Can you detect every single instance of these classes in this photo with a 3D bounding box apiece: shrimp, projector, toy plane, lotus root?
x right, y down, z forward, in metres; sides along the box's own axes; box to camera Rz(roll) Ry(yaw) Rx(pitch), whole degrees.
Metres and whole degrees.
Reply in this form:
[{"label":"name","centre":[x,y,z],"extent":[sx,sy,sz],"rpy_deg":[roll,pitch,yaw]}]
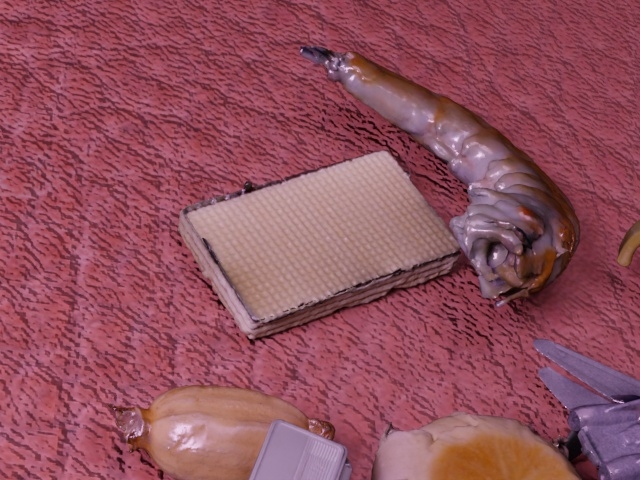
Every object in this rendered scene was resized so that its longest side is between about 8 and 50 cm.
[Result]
[{"label":"shrimp","centre":[0.120,-0.060,1.188],"extent":[0.185,0.068,0.287],"rpy_deg":[10,39,-49]},{"label":"projector","centre":[-0.035,0.199,0.877],"extent":[0.061,0.115,0.147],"rpy_deg":[24,44,0]},{"label":"toy plane","centre":[0.293,0.138,1.075],"extent":[0.267,0.088,0.212],"rpy_deg":[-6,50,-25]},{"label":"lotus root","centre":[-0.065,0.129,0.970],"extent":[0.150,0.062,0.073],"rpy_deg":[7,38,-14]}]

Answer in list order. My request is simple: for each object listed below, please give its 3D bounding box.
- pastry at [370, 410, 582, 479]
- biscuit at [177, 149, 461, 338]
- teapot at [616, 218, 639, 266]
[{"label":"pastry","centre":[0.105,0.185,0.961],"extent":[0.165,0.088,0.166],"rpy_deg":[10,44,-10]},{"label":"biscuit","centre":[0.000,0.000,1.136],"extent":[0.199,0.040,0.121],"rpy_deg":[-17,59,-32]},{"label":"teapot","centre":[0.323,0.021,1.177],"extent":[0.165,0.119,0.130],"rpy_deg":[21,43,1]}]
